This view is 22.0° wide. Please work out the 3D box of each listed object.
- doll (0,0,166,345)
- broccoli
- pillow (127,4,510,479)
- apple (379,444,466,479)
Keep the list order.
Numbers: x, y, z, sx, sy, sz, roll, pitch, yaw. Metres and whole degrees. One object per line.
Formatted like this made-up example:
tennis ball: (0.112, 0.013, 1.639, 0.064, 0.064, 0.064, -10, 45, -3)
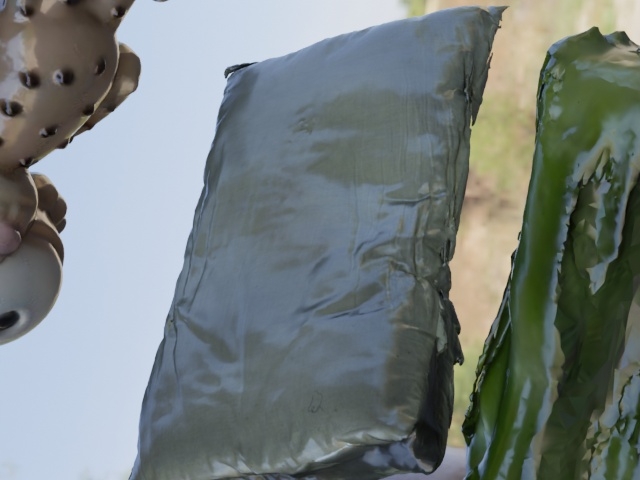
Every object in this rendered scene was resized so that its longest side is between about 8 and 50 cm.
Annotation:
doll: (-0.176, -0.053, 0.859, 0.119, 0.154, 0.278, 54, 126, 33)
broccoli: (0.080, 0.077, 0.559, 0.145, 0.165, 0.304, 39, 125, 56)
pillow: (0.000, 0.000, 0.673, 0.050, 0.148, 0.229, 52, -141, -41)
apple: (0.074, 0.285, 0.824, 0.338, 0.338, 0.305, 90, -164, -48)
